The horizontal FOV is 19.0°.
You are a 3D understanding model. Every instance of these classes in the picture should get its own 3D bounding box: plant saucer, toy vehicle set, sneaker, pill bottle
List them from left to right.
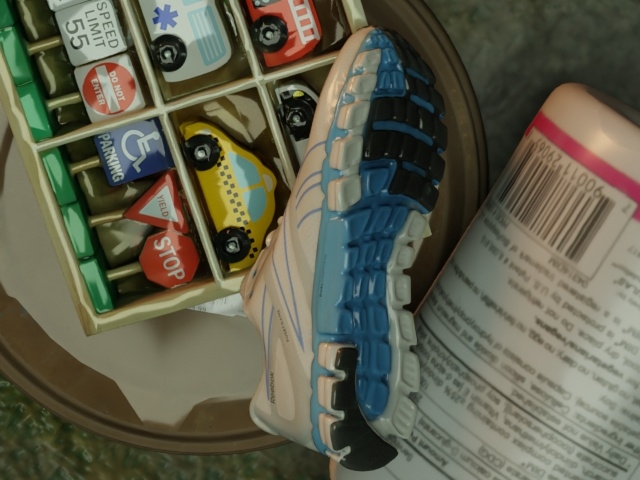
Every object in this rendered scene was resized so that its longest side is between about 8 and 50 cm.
[{"bbox_3d":[-0.068,-0.105,0.857,0.166,0.035,0.266,-18,104,3],"label":"toy vehicle set"},{"bbox_3d":[-0.056,-0.023,0.916,0.278,0.041,0.277,0,104,-2],"label":"plant saucer"},{"bbox_3d":[0.000,0.000,0.833,0.071,0.083,0.190,12,85,-47],"label":"sneaker"},{"bbox_3d":[0.105,0.085,0.883,0.160,0.160,0.283,30,102,-8],"label":"pill bottle"}]
